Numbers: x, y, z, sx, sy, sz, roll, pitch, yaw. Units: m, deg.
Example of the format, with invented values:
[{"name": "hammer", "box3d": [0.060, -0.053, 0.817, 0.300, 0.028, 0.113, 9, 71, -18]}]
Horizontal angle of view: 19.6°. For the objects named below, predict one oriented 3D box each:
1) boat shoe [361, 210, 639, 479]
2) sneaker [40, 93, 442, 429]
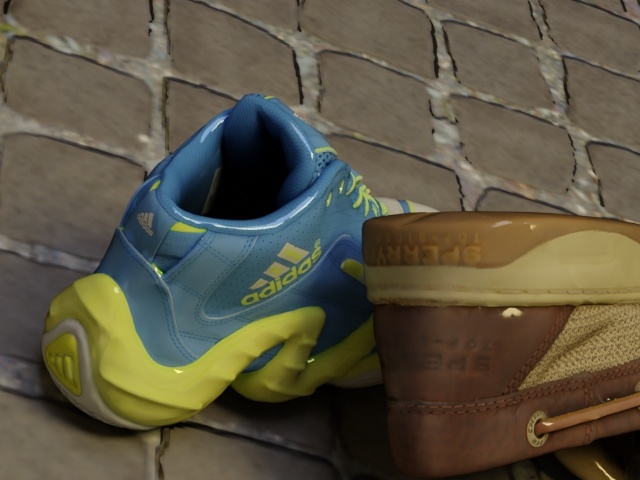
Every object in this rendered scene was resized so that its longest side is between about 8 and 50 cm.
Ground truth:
[{"name": "boat shoe", "box3d": [0.137, 0.060, 0.810, 0.123, 0.123, 0.342, -3, -6, 36]}, {"name": "sneaker", "box3d": [0.000, 0.000, 0.762, 0.091, 0.126, 0.240, 43, 37, 21]}]
